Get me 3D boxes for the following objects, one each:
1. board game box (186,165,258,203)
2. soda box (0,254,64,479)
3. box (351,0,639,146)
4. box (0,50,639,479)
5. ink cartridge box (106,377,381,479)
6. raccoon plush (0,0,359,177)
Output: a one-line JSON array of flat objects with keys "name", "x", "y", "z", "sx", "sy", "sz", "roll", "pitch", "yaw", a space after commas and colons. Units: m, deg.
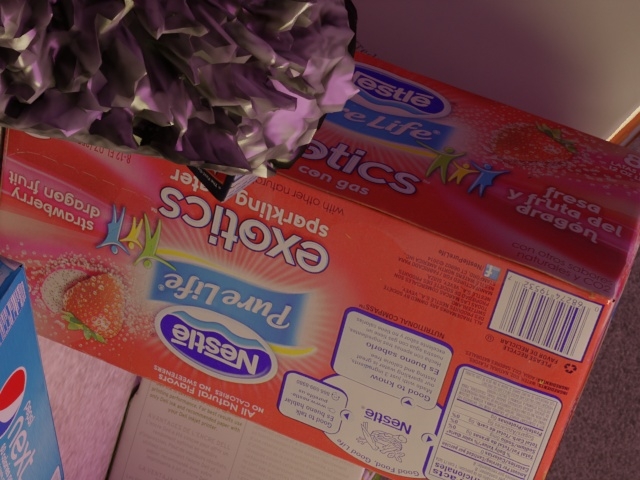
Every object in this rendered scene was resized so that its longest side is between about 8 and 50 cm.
[{"name": "board game box", "x": -0.068, "y": -0.121, "z": 0.626, "sx": 0.060, "sy": 0.194, "sz": 0.194, "roll": -32, "pitch": 162, "yaw": -35}, {"name": "soda box", "x": -0.169, "y": 0.079, "z": 0.723, "sx": 0.210, "sy": 0.071, "sz": 0.067, "roll": 96, "pitch": 17, "yaw": -56}, {"name": "box", "x": 0.102, "y": -0.094, "z": 0.969, "sx": 0.345, "sy": 0.168, "sz": 0.215, "roll": -46, "pitch": 172, "yaw": 23}, {"name": "box", "x": 0.000, "y": 0.000, "z": 0.809, "sx": 0.142, "sy": 0.300, "sz": 0.154, "roll": -55, "pitch": 162, "yaw": -54}, {"name": "ink cartridge box", "x": -0.040, "y": 0.134, "z": 1.194, "sx": 0.097, "sy": 0.189, "sz": 0.255, "roll": -36, "pitch": 145, "yaw": -71}, {"name": "raccoon plush", "x": -0.084, "y": -0.179, "z": 0.329, "sx": 0.446, "sy": 0.216, "sz": 0.299, "roll": -3, "pitch": 106, "yaw": -79}]
